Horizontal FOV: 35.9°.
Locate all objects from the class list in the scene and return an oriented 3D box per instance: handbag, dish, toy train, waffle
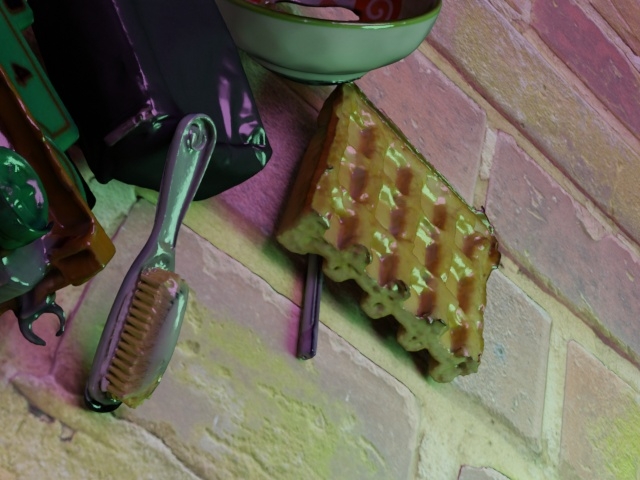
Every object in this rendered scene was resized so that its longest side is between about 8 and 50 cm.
[{"bbox_3d":[-0.210,-0.186,1.036,0.275,0.178,0.301,-4,68,-64],"label":"handbag"},{"bbox_3d":[-0.010,-0.288,1.310,0.324,0.124,0.324,7,31,-4],"label":"dish"},{"bbox_3d":[-0.318,-0.113,0.824,0.429,0.178,0.249,62,21,-18],"label":"toy train"},{"bbox_3d":[0.104,-0.016,1.302,0.348,0.077,0.304,44,37,-23],"label":"waffle"}]

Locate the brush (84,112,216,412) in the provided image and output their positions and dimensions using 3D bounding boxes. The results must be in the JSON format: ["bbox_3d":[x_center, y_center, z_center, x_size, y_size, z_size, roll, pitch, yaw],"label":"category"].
[{"bbox_3d":[-0.141,0.029,0.907,0.068,0.060,0.296,13,96,-56],"label":"brush"}]

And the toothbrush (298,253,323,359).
[{"bbox_3d":[0.000,0.000,1.246,0.029,0.024,0.354,38,40,-34],"label":"toothbrush"}]
